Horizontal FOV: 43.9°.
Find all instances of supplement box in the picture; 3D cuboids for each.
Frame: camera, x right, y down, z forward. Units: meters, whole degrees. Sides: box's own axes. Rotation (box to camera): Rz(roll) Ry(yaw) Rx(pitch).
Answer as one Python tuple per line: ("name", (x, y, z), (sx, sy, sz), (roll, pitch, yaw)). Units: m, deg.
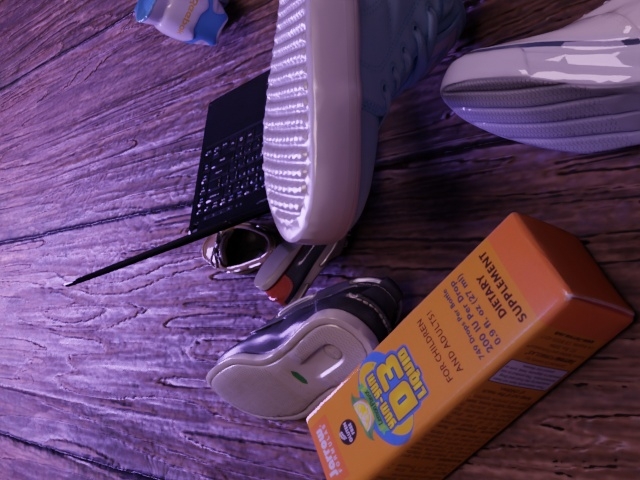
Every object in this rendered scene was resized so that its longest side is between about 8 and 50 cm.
("supplement box", (0.091, 0.091, 0.542), (0.233, 0.080, 0.078), (-52, 44, 28))

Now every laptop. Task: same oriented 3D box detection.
("laptop", (-0.091, -0.081, 0.720), (0.234, 0.137, 0.264), (-18, 58, 41))

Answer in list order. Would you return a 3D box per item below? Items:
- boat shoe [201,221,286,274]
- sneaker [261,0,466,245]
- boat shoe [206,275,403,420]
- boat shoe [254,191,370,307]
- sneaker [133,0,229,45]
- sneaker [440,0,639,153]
("boat shoe", (-0.076, 0.007, 0.778), (0.153, 0.048, 0.056), (7, 84, 49))
("sneaker", (0.046, -0.157, 0.595), (0.135, 0.150, 0.365), (123, 154, -60))
("boat shoe", (-0.017, 0.096, 0.683), (0.233, 0.084, 0.079), (-34, 17, 46))
("boat shoe", (0.000, 0.000, 0.696), (0.137, 0.043, 0.049), (-50, 24, 3))
("sneaker", (-0.164, -0.285, 0.943), (0.087, 0.092, 0.228), (-58, 24, 22))
("sneaker", (0.194, -0.115, 0.492), (0.258, 0.094, 0.091), (6, 65, 45))
